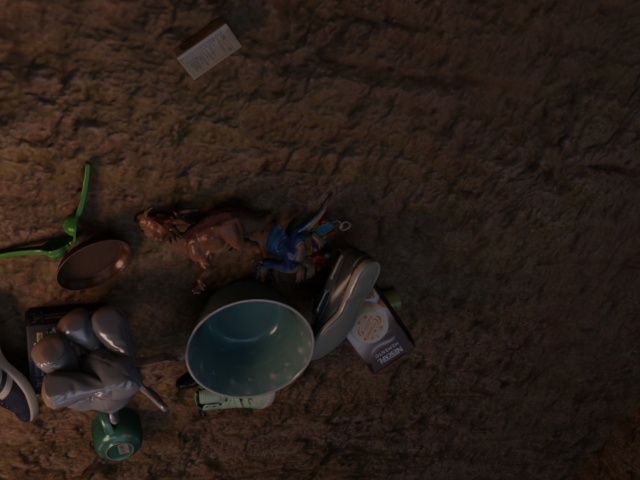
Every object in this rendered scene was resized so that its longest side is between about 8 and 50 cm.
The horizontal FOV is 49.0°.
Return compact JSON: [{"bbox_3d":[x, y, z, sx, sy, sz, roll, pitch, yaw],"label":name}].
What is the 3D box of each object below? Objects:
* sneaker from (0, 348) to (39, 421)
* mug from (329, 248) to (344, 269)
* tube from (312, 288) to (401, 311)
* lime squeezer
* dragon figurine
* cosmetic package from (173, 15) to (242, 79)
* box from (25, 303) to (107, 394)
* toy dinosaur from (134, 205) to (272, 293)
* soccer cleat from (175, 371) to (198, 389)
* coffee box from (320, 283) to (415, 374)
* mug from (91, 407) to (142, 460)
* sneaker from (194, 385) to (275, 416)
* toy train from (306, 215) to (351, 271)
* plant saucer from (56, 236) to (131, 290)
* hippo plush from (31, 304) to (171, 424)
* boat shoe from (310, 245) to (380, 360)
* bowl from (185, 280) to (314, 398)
[{"bbox_3d":[-0.761,0.307,1.554,0.148,0.131,0.350,-45,133,-34],"label":"sneaker"},{"bbox_3d":[0.065,0.060,1.793,0.064,0.062,0.078,2,96,-36],"label":"mug"},{"bbox_3d":[0.102,0.194,1.927,0.240,0.070,0.062,-14,168,-7],"label":"tube"},{"bbox_3d":[-0.547,-0.031,1.461,0.310,0.059,0.110,-39,102,12],"label":"lime squeezer"},{"bbox_3d":[-0.071,0.001,1.646,0.085,0.144,0.289,-21,134,-52],"label":"dragon figurine"},{"bbox_3d":[-0.213,-0.364,1.327,0.115,0.041,0.060,-33,133,4],"label":"cosmetic package"},{"bbox_3d":[-0.597,0.258,1.662,0.183,0.059,0.232,-5,129,-24],"label":"box"},{"bbox_3d":[-0.239,-0.022,1.554,0.296,0.127,0.200,-23,127,-12],"label":"toy dinosaur"},{"bbox_3d":[-0.306,0.337,1.868,0.179,0.060,0.072,-23,124,-13],"label":"soccer cleat"},{"bbox_3d":[0.125,0.208,1.853,0.141,0.098,0.246,-34,106,6],"label":"coffee box"},{"bbox_3d":[-0.553,0.523,1.878,0.129,0.097,0.158,-45,132,16],"label":"mug"},{"bbox_3d":[-0.232,0.410,1.847,0.151,0.094,0.256,-2,166,-39],"label":"sneaker"},{"bbox_3d":[0.000,0.000,1.728,0.125,0.046,0.166,8,127,-30],"label":"toy train"},{"bbox_3d":[-0.493,0.046,1.520,0.168,0.029,0.168,-29,155,-15],"label":"plant saucer"},{"bbox_3d":[-0.489,0.285,1.595,0.294,0.234,0.236,5,157,-12],"label":"hippo plush"},{"bbox_3d":[0.036,0.157,1.746,0.116,0.099,0.319,1,125,-49],"label":"boat shoe"},{"bbox_3d":[-0.180,0.221,1.731,0.311,0.163,0.311,-6,125,-9],"label":"bowl"}]
